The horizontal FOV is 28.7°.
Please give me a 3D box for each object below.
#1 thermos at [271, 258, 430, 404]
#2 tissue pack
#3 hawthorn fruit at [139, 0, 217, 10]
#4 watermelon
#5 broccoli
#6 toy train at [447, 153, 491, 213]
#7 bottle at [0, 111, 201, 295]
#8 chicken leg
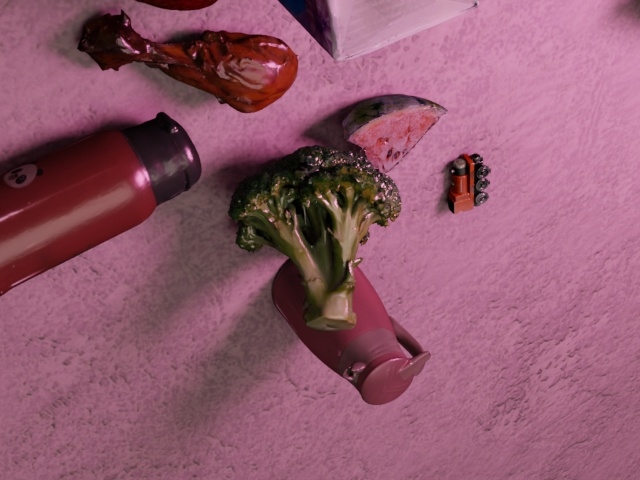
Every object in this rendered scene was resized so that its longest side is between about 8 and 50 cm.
[{"bbox_3d":[0.056,0.138,1.923,0.176,0.265,0.146,1,123,-35],"label":"thermos"},{"bbox_3d":[0.037,-0.359,1.516,0.198,0.263,0.146,-24,133,-14],"label":"tissue pack"},{"bbox_3d":[-0.181,-0.401,1.363,0.265,0.265,0.307,-43,124,5],"label":"hawthorn fruit"},{"bbox_3d":[0.092,-0.160,1.854,0.187,0.071,0.139,-15,138,-33],"label":"watermelon"},{"bbox_3d":[0.000,0.000,1.796,0.254,0.269,0.269,-12,137,16],"label":"broccoli"},{"bbox_3d":[0.237,-0.094,2.012,0.064,0.044,0.103,-13,131,-10],"label":"toy train"},{"bbox_3d":[-0.317,-0.055,1.622,0.336,0.144,0.144,-27,134,-12],"label":"bottle"},{"bbox_3d":[-0.166,-0.229,1.625,0.304,0.093,0.113,5,133,-30],"label":"chicken leg"}]
